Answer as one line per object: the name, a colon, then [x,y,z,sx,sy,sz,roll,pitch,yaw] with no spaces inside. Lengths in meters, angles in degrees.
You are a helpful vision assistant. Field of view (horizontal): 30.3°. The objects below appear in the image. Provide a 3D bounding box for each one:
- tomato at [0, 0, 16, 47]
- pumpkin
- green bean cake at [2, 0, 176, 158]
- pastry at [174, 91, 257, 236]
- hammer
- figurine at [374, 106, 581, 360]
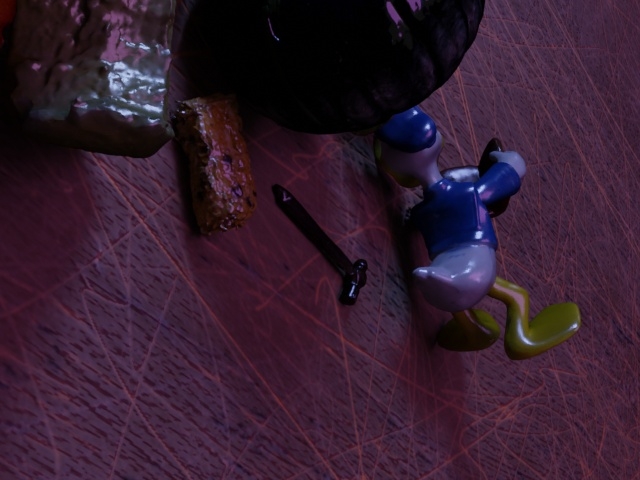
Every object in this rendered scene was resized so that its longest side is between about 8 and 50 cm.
tomato: [-0.298,-0.191,0.716,0.226,0.298,0.299,20,57,-12]
pumpkin: [0.039,-0.224,1.218,0.296,0.295,0.296,24,61,-51]
green bean cake: [-0.174,-0.188,0.915,0.124,0.233,0.236,6,94,-15]
pastry: [-0.101,-0.077,1.168,0.080,0.056,0.140,-14,91,-49]
hammer: [0.000,0.000,1.327,0.178,0.021,0.065,49,43,-36]
figurine: [0.176,-0.055,1.459,0.338,0.204,0.283,56,39,-25]
